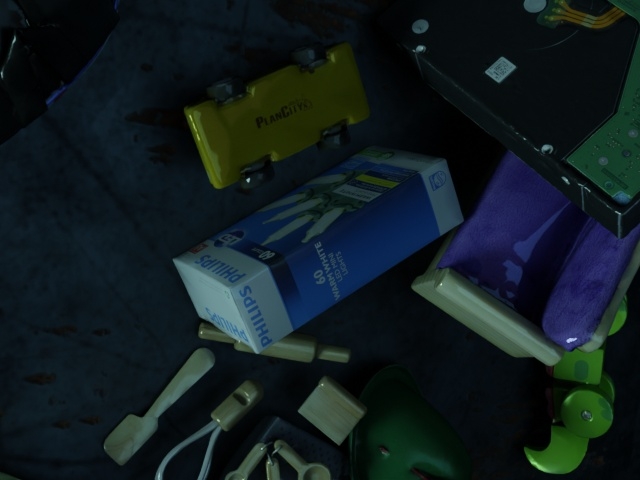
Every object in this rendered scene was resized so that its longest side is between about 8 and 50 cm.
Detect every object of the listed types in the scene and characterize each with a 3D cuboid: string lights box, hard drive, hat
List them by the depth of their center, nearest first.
[{"bbox_3d":[0.251,-0.190,0.877,0.237,0.339,0.064,-43,150,-4],"label":"hard drive"},{"bbox_3d":[0.000,0.000,0.891,0.259,0.133,0.077,-31,116,-23],"label":"string lights box"},{"bbox_3d":[-0.066,0.326,0.968,0.172,0.054,0.255,35,80,-32],"label":"hard drive"},{"bbox_3d":[0.154,0.247,0.983,0.173,0.183,0.209,-48,128,-42],"label":"hat"}]

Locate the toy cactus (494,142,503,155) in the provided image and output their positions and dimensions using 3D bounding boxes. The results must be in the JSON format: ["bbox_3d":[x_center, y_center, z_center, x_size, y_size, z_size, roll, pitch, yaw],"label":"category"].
[{"bbox_3d":[0.282,-0.043,1.095,0.180,0.112,0.219,11,92,-52],"label":"toy cactus"}]

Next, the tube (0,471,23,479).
[{"bbox_3d":[-0.260,0.270,0.837,0.240,0.062,0.070,26,43,-29],"label":"tube"}]

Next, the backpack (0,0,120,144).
[{"bbox_3d":[-0.287,-0.196,0.625,0.276,0.213,0.263,-43,112,-10],"label":"backpack"}]

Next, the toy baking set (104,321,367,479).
[{"bbox_3d":[-0.077,0.179,0.903,0.256,0.030,0.197,16,79,-13],"label":"toy baking set"}]

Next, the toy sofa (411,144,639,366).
[{"bbox_3d":[0.261,-0.061,0.924,0.150,0.177,0.363,34,78,-6],"label":"toy sofa"}]

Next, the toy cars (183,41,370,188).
[{"bbox_3d":[-0.011,-0.218,0.870,0.176,0.087,0.394,28,82,-33],"label":"toy cars"}]

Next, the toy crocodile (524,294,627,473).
[{"bbox_3d":[0.337,0.141,1.158,0.115,0.105,0.341,-26,122,-69],"label":"toy crocodile"}]
